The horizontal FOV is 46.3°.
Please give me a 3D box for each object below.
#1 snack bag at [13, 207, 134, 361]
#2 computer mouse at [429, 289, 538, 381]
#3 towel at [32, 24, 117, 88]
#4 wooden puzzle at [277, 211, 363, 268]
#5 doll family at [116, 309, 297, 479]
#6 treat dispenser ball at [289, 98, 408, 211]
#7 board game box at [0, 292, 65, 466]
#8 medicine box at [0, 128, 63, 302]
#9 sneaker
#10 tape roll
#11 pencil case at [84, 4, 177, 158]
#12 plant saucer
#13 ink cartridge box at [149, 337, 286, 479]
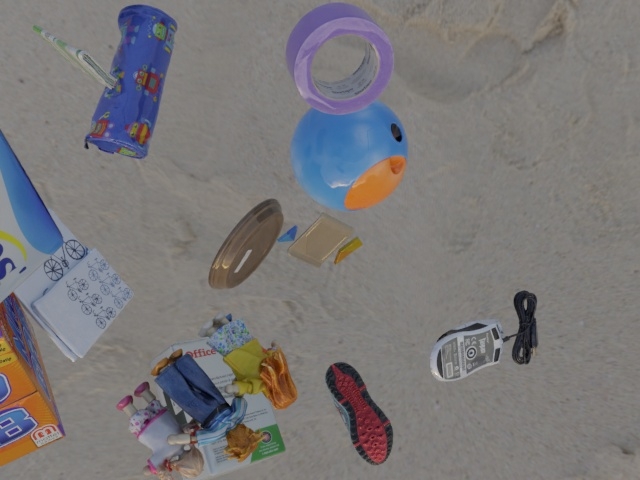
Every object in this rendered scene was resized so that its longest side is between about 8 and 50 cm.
[{"bbox_3d":[-0.658,0.096,1.919,0.037,0.323,0.342,-31,105,26],"label":"snack bag"},{"bbox_3d":[0.223,0.140,1.045,0.193,0.042,0.106,-12,105,-25],"label":"computer mouse"},{"bbox_3d":[-0.459,-0.348,1.404,0.152,0.113,0.023,33,82,27],"label":"towel"},{"bbox_3d":[0.000,0.000,0.976,0.078,0.116,0.014,-43,48,10],"label":"wooden puzzle"},{"bbox_3d":[-0.126,0.198,0.973,0.163,0.118,0.263,45,53,9],"label":"doll family"},{"bbox_3d":[0.069,-0.214,1.814,0.288,0.288,0.288,-1,81,8],"label":"treat dispenser ball"},{"bbox_3d":[-0.796,0.261,1.552,0.357,0.356,0.356,-23,47,-16],"label":"board game box"},{"bbox_3d":[-0.471,-0.014,0.802,0.149,0.263,0.289,21,55,28],"label":"medicine box"},{"bbox_3d":[0.096,0.414,1.818,0.104,0.125,0.261,-23,82,-7],"label":"sneaker"},{"bbox_3d":[0.035,-0.333,1.379,0.189,0.189,0.080,-26,39,3],"label":"tape roll"},{"bbox_3d":[-0.374,-0.308,1.483,0.133,0.119,0.306,2,76,44],"label":"pencil case"},{"bbox_3d":[-0.180,0.017,1.893,0.041,0.278,0.278,36,88,13],"label":"plant saucer"},{"bbox_3d":[-0.165,0.262,1.190,0.087,0.153,0.208,-35,68,41],"label":"ink cartridge box"}]
